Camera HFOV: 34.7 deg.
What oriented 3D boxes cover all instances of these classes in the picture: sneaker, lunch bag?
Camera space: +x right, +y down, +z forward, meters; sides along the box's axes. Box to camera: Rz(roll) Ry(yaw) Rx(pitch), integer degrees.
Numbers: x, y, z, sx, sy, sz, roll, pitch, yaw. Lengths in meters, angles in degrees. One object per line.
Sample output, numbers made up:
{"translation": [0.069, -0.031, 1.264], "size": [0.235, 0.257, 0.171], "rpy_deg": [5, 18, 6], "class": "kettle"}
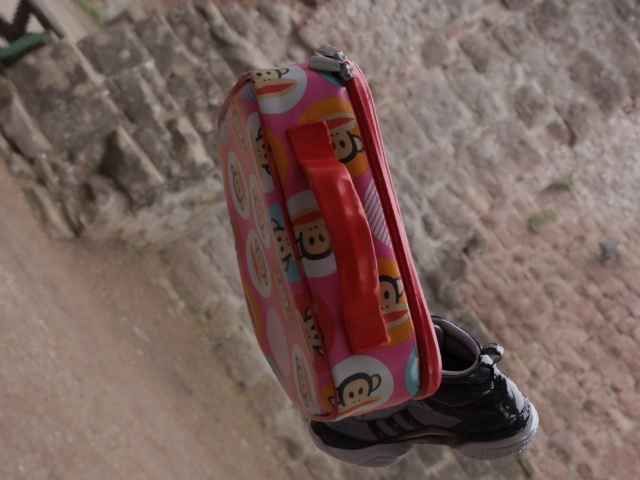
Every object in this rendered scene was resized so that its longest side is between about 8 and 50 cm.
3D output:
{"translation": [0.093, 0.162, 1.122], "size": [0.153, 0.268, 0.101], "rpy_deg": [67, 31, -29], "class": "sneaker"}
{"translation": [0.000, 0.000, 0.843], "size": [0.258, 0.120, 0.293], "rpy_deg": [147, -72, -78], "class": "lunch bag"}
